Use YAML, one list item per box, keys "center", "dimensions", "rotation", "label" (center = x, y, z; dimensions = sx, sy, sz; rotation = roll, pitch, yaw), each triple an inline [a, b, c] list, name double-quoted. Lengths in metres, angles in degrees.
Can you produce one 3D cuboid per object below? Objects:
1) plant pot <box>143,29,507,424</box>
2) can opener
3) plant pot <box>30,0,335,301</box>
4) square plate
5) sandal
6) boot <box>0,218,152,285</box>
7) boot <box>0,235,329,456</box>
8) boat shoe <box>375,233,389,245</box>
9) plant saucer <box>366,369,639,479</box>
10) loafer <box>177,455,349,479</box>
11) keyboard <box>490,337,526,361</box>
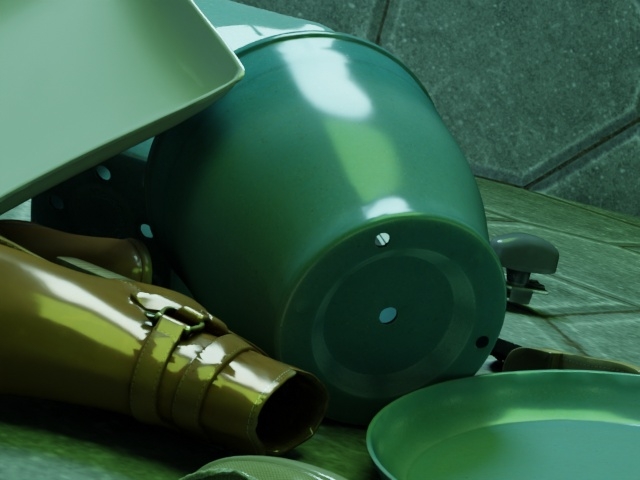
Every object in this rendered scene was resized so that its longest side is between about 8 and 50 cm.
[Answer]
- center: [0.016, 0.003, 1.119]
  dimensions: [0.271, 0.272, 0.255]
  rotation: [11, 24, -24]
  label: "plant pot"
- center: [0.155, 0.017, 1.688]
  dimensions: [0.283, 0.095, 0.076]
  rotation: [12, 9, -22]
  label: "can opener"
- center: [-0.152, -0.078, 1.339]
  dimensions: [0.247, 0.247, 0.252]
  rotation: [17, 33, 13]
  label: "plant pot"
- center: [-0.266, -0.132, 1.187]
  dimensions: [0.344, 0.049, 0.347]
  rotation: [-28, 44, -6]
  label: "square plate"
- center: [0.254, 0.137, 1.168]
  dimensions: [0.079, 0.088, 0.240]
  rotation: [3, 9, -30]
  label: "sandal"
- center: [-0.236, 0.022, 1.139]
  dimensions: [0.152, 0.073, 0.197]
  rotation: [8, 1, -36]
  label: "boot"
- center: [-0.137, 0.084, 0.886]
  dimensions: [0.220, 0.109, 0.283]
  rotation: [24, 5, 24]
  label: "boot"
- center: [0.000, 0.000, 1.551]
  dimensions: [0.102, 0.108, 0.301]
  rotation: [13, 17, -23]
  label: "boat shoe"
- center: [0.188, 0.153, 0.927]
  dimensions: [0.317, 0.044, 0.317]
  rotation: [2, 13, 0]
  label: "plant saucer"
- center: [-0.002, 0.163, 0.568]
  dimensions: [0.092, 0.102, 0.268]
  rotation: [15, 8, -40]
  label: "loafer"
- center: [0.241, 0.141, 1.335]
  dimensions: [0.192, 0.038, 0.100]
  rotation: [18, -13, 25]
  label: "keyboard"
